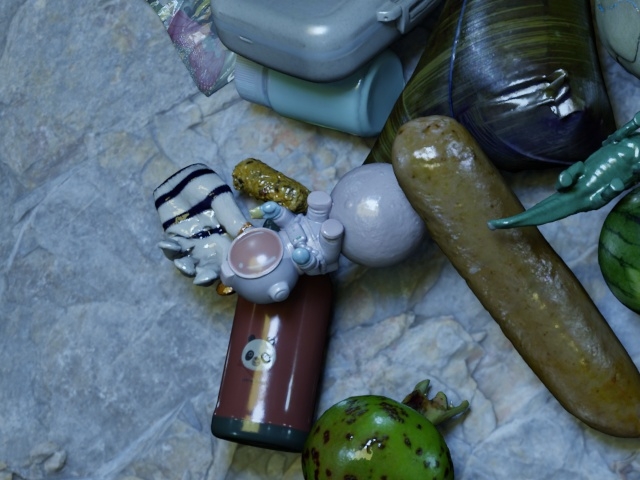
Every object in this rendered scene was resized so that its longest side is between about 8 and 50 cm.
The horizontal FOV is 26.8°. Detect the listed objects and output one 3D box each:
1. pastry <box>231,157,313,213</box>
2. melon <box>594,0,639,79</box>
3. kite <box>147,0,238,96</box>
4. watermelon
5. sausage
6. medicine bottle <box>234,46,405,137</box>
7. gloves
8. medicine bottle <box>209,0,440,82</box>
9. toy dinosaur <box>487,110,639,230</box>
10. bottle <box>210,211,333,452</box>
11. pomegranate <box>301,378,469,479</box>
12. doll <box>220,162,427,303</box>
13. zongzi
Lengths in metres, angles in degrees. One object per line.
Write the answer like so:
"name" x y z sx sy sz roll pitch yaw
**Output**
"pastry" -0.073 -0.082 2.007 0.140 0.080 0.056 23 97 27
"melon" 0.488 -0.342 1.731 0.269 0.268 0.330 12 90 26
"kite" -0.211 -0.401 2.187 0.204 0.022 0.360 -47 64 5
"watermelon" 0.443 0.008 1.704 0.188 0.188 0.215 -55 40 1
"sausage" 0.260 0.049 1.738 0.123 0.136 0.500 -36 91 -10
"medicine bottle" -0.002 -0.240 1.985 0.225 0.139 0.139 17 83 26
"gloves" -0.171 -0.004 2.004 0.140 0.131 0.218 -22 67 -6
"medicine bottle" 0.035 -0.376 1.930 0.282 0.123 0.375 24 52 32
"toy dinosaur" 0.347 -0.079 1.678 0.292 0.120 0.079 -28 78 -32
"bottle" -0.055 0.125 1.907 0.144 0.144 0.336 6 77 25
"pomegranate" 0.090 0.281 1.779 0.211 0.211 0.263 25 62 27
"doll" 0.000 0.000 1.812 0.287 0.151 0.151 -24 67 -3
"zongzi" 0.188 -0.260 1.900 0.432 0.208 0.403 -18 62 35
